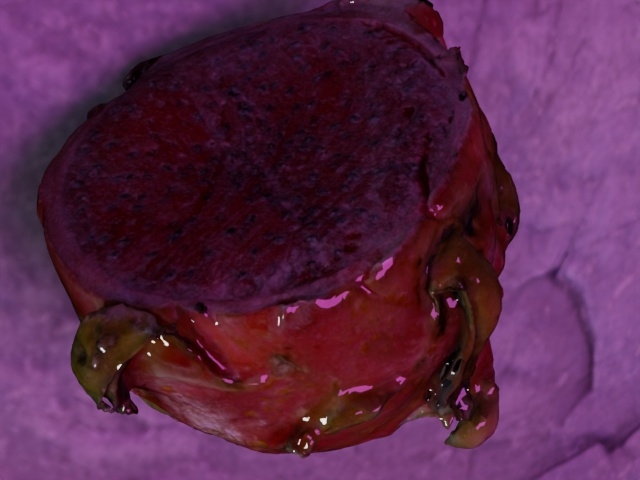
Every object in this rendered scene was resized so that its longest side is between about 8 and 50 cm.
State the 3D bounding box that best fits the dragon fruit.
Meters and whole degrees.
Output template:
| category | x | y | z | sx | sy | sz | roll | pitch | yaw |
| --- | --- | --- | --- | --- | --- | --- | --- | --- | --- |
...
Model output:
| category | x | y | z | sx | sy | sz | roll | pitch | yaw |
| --- | --- | --- | --- | --- | --- | --- | --- | --- | --- |
| dragon fruit | 0.000 | 0.000 | 0.864 | 0.282 | 0.211 | 0.147 | -50 | 142 | -32 |
